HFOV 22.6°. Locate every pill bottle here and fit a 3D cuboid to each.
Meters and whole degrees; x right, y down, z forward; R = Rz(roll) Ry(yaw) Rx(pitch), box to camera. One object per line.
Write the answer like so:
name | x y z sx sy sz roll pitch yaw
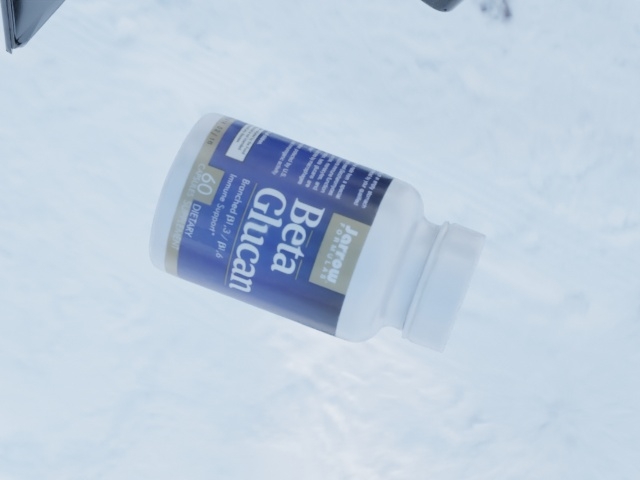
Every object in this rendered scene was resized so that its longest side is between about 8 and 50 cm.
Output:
pill bottle | 0.000 0.000 0.878 0.169 0.094 0.094 20 87 6

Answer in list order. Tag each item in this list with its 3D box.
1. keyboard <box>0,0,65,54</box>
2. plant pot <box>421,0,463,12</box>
keyboard | -0.119 -0.167 0.732 0.023 0.180 0.108 34 67 7
plant pot | 0.090 -0.261 1.032 0.188 0.187 0.167 35 128 10
